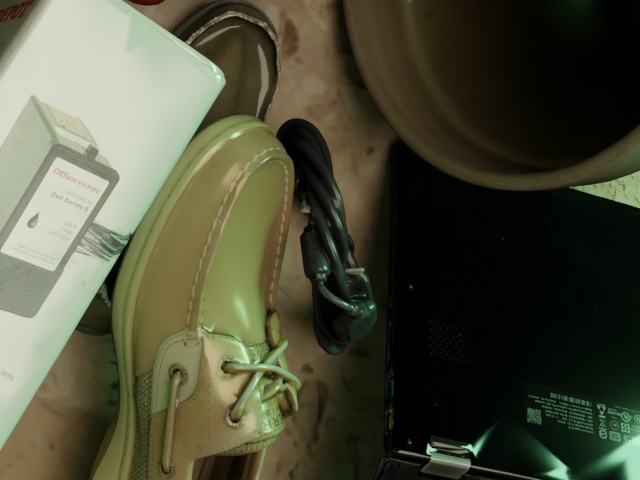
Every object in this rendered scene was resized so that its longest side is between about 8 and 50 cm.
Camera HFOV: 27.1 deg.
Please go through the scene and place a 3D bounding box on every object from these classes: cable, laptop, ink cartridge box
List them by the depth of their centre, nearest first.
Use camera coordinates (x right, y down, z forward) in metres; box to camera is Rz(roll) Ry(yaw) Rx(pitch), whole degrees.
[{"bbox_3d":[-0.198,-0.011,0.766,0.114,0.198,0.273,35,78,-25],"label":"ink cartridge box"},{"bbox_3d":[0.000,0.000,0.906,0.047,0.184,0.151,-17,77,1],"label":"cable"},{"bbox_3d":[0.182,0.191,1.030,0.382,0.236,0.408,15,55,-17],"label":"laptop"}]

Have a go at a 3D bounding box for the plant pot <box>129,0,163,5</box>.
[{"bbox_3d":[-0.071,-0.249,0.816,0.174,0.191,0.191,-20,104,-19],"label":"plant pot"}]

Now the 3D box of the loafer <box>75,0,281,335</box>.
[{"bbox_3d":[-0.089,-0.046,0.882,0.094,0.087,0.251,29,82,-27],"label":"loafer"}]

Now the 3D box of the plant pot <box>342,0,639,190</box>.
[{"bbox_3d":[0.223,-0.198,0.934,0.280,0.323,0.323,-4,97,-43],"label":"plant pot"}]

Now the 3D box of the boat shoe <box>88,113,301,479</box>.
[{"bbox_3d":[-0.062,0.090,0.841,0.121,0.110,0.341,-18,127,-53],"label":"boat shoe"}]
